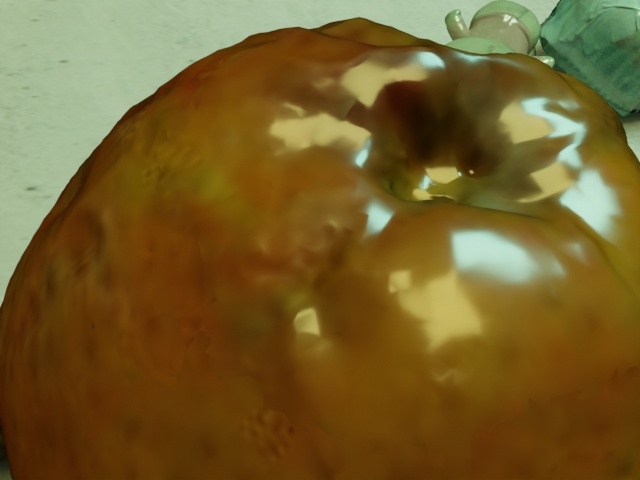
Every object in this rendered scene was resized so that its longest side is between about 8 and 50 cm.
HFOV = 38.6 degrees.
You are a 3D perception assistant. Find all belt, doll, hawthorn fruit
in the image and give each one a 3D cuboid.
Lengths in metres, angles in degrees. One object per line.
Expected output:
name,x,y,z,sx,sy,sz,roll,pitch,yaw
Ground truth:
belt,0.427,-0.285,1.254,0.258,0.150,0.207,-11,59,-40
doll,0.210,-0.223,1.166,0.155,0.113,0.275,28,45,6
hawthorn fruit,0.025,0.079,0.588,0.472,0.471,0.471,9,46,-9

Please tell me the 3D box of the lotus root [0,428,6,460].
lotus root,-0.230,0.098,0.734,0.110,0.097,0.258,37,44,22
